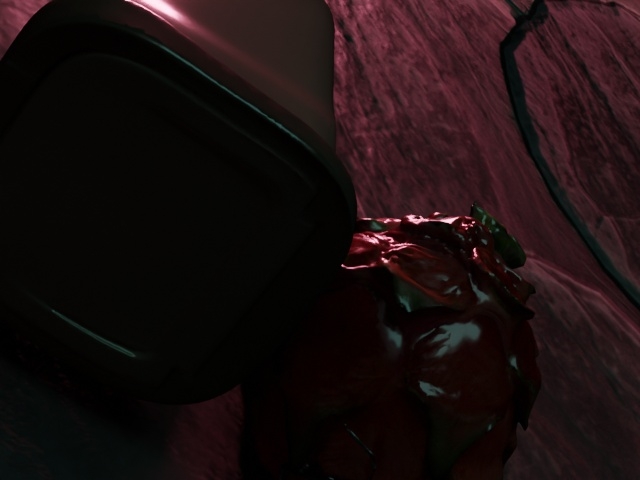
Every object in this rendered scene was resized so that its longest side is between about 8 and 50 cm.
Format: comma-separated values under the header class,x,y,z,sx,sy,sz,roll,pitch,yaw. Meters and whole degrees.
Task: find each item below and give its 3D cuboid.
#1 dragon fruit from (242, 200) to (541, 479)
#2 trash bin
class,x,y,z,sx,sy,sz,roll,pitch,yaw
dragon fruit,0.044,0.101,0.917,0.193,0.274,0.192,19,3,-31
trash bin,-0.095,-0.073,0.908,0.219,0.220,0.250,33,32,-16
